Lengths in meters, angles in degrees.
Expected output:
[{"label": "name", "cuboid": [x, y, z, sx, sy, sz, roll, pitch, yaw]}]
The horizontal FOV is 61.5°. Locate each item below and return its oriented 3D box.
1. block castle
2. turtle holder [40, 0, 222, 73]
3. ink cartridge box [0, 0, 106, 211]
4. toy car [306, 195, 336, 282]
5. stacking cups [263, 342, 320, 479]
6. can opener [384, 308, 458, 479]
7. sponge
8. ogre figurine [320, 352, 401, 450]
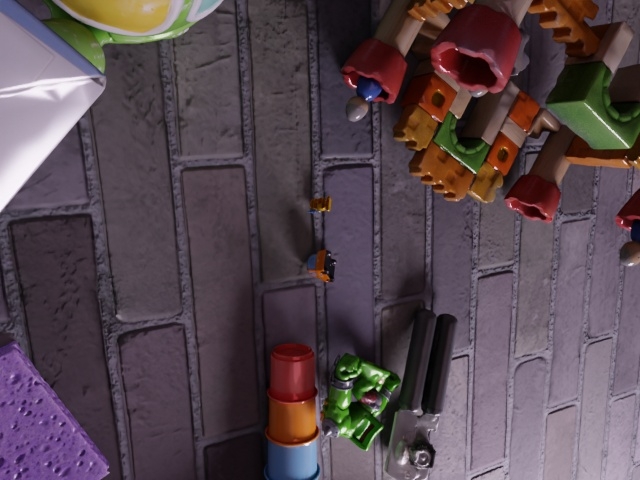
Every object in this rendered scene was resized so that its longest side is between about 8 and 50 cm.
[{"label": "block castle", "cuboid": [0.267, -0.153, 0.729, 0.453, 0.303, 0.213, 29, 87, -27]}, {"label": "turtle holder", "cuboid": [-0.198, -0.309, 0.506, 0.320, 0.227, 0.243, -40, 115, -14]}, {"label": "ink cartridge box", "cuboid": [-0.381, -0.126, 0.402, 0.270, 0.395, 0.151, -51, 145, -3]}, {"label": "toy car", "cuboid": [0.000, 0.000, 0.787, 0.040, 0.060, 0.122, -1, 82, 17]}, {"label": "stacking cups", "cuboid": [-0.035, 0.312, 0.788, 0.096, 0.096, 0.316, -2, 101, -26]}, {"label": "can opener", "cuboid": [0.161, 0.257, 0.898, 0.075, 0.095, 0.284, 12, 85, -7]}, {"label": "sponge", "cuboid": [-0.362, 0.236, 0.646, 0.117, 0.031, 0.210, -32, 113, -18]}, {"label": "ogre figurine", "cuboid": [0.057, 0.238, 0.800, 0.096, 0.197, 0.118, 23, 81, 13]}]
